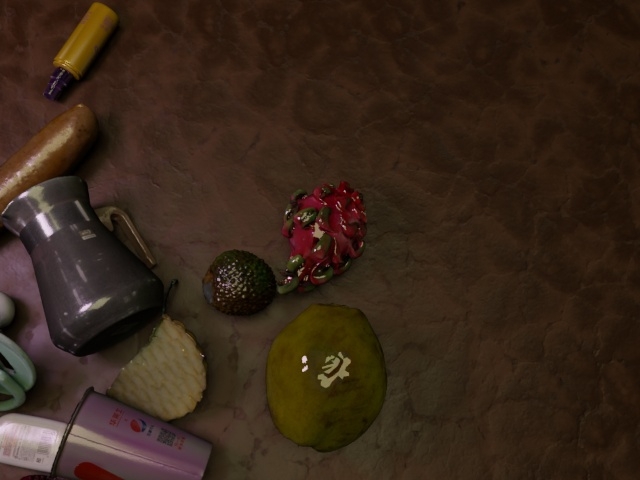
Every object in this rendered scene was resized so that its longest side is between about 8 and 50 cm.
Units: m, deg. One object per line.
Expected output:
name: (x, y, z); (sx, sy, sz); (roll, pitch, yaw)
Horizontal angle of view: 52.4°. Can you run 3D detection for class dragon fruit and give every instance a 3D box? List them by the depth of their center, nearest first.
dragon fruit: (0.009, -0.004, 1.508); (0.199, 0.218, 0.272); (-3, 74, 22)

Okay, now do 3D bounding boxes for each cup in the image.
cup: (-0.387, 0.448, 1.370); (0.289, 0.203, 0.202); (20, 75, -6)

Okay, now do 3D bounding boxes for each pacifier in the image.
pacifier: (-0.741, 0.225, 1.393); (0.344, 0.288, 0.269); (0, 41, 15)

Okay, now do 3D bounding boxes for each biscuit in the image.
biscuit: (-0.339, 0.303, 1.420); (0.187, 0.036, 0.273); (42, 109, -2)

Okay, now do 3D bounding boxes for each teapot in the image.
teapot: (-0.503, 0.048, 1.428); (0.300, 0.253, 0.343); (-21, 76, -55)

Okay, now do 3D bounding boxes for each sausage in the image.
sausage: (-0.709, -0.125, 1.507); (0.501, 0.123, 0.136); (-42, 117, -14)

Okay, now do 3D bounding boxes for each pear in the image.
pear: (0.013, 0.293, 1.407); (0.269, 0.269, 0.321); (18, 88, 0)

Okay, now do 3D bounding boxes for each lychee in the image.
lychee: (-0.179, 0.097, 1.489); (0.171, 0.171, 0.171); (1, 76, -5)

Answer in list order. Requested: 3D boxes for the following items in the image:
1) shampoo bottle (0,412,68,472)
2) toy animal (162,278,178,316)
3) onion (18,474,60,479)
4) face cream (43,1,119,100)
shampoo bottle: (-0.659, 0.431, 1.410); (0.221, 0.051, 0.107); (12, 76, -1)
toy animal: (-0.340, 0.208, 1.476); (0.070, 0.079, 0.252); (-5, 78, -20)
onion: (-0.556, 0.562, 1.316); (0.136, 0.198, 0.173); (-2, 76, -29)
face cream: (-0.606, -0.467, 1.627); (0.078, 0.078, 0.273); (27, 75, 2)
